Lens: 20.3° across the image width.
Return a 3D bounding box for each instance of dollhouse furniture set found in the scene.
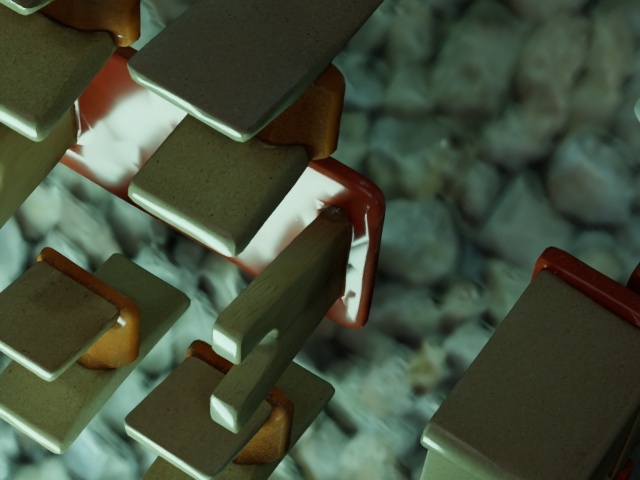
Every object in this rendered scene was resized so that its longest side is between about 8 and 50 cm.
[{"bbox_3d":[0.000,0.000,0.623,0.259,0.135,0.262,30,147,16],"label":"dollhouse furniture set"}]

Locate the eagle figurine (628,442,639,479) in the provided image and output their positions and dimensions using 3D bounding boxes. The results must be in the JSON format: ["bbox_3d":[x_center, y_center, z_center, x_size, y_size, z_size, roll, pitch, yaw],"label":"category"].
[{"bbox_3d":[0.223,0.102,0.577,0.298,0.225,0.226,118,154,-46],"label":"eagle figurine"}]

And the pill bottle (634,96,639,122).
[{"bbox_3d":[0.203,-0.103,0.568,0.124,0.124,0.221,40,108,14],"label":"pill bottle"}]
